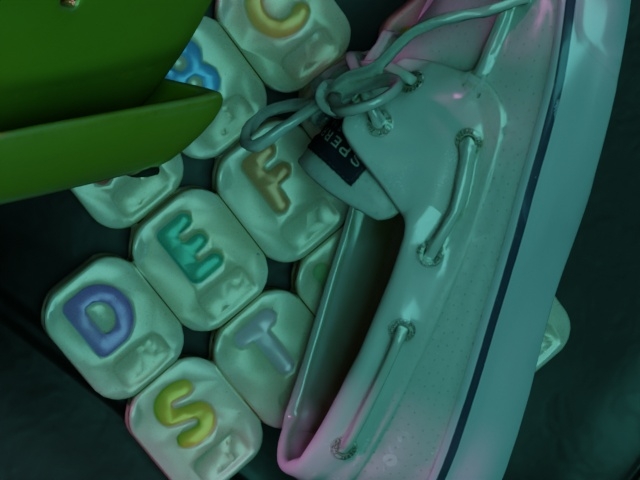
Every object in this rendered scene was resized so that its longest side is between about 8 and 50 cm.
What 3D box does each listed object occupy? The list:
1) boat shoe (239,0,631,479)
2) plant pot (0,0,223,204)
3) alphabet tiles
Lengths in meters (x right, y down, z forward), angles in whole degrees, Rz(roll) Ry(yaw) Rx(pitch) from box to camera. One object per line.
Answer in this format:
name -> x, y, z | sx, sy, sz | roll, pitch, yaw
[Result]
boat shoe -> 0.041, -0.045, 0.987 | 0.156, 0.136, 0.367 | 10, 105, -14
plant pot -> -0.171, -0.130, 0.847 | 0.227, 0.228, 0.207 | -17, 114, -51
alphabet tiles -> 0.000, 0.000, 1.052 | 0.284, 0.021, 0.278 | -39, 106, -7
